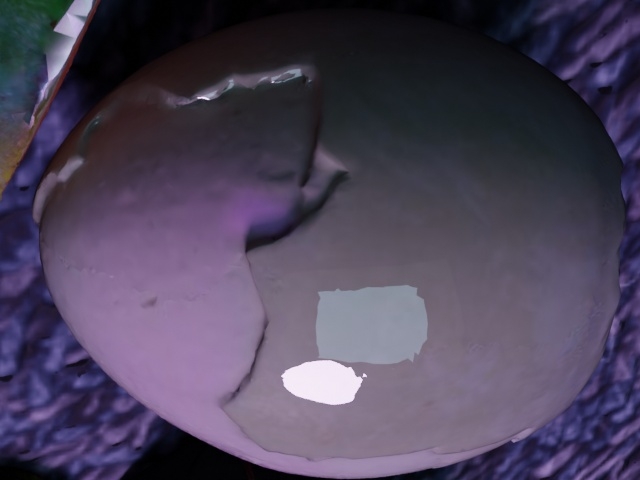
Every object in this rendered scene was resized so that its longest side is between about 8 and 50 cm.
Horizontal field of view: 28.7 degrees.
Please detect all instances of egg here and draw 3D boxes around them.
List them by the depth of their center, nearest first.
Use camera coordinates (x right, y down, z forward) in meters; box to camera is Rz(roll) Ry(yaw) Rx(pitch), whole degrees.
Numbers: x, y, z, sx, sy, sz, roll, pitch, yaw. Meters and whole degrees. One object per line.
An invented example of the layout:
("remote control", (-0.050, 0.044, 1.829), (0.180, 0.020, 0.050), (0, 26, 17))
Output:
("egg", (0.000, 0.000, 0.482), (0.217, 0.183, 0.183), (5, 125, -11))

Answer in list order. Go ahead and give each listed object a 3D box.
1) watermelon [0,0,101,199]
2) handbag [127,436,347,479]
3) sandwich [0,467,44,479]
("watermelon", (-0.146, -0.098, 0.412), (0.146, 0.128, 0.231), (27, 117, -14))
("handbag", (-0.006, 0.219, 0.655), (0.155, 0.169, 0.215), (-37, 130, 11))
("sandwich", (-0.181, 0.148, 0.633), (0.101, 0.026, 0.069), (-32, 135, 10))
